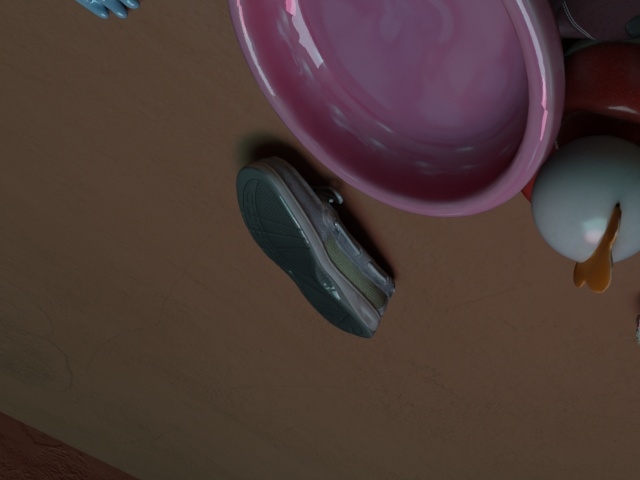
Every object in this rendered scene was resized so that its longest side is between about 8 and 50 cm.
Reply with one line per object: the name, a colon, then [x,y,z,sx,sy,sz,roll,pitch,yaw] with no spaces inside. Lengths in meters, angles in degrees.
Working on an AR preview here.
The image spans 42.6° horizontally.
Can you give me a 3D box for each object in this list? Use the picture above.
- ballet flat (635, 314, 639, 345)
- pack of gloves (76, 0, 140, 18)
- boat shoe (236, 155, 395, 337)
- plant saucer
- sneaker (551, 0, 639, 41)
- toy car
ballet flat: [0.492,0.162,1.102,0.241,0.091,0.077,33,165,-18]
pack of gloves: [-0.256,-0.302,0.766,0.232,0.046,0.195,29,145,-20]
boat shoe: [0.002,0.001,1.070,0.118,0.103,0.320,9,146,46]
plant saucer: [0.063,-0.174,0.695,0.332,0.084,0.332,33,147,25]
sneaker: [0.248,-0.247,0.599,0.163,0.106,0.281,9,157,2]
toy car: [0.246,-0.047,0.752,0.219,0.237,0.210,15,147,2]
